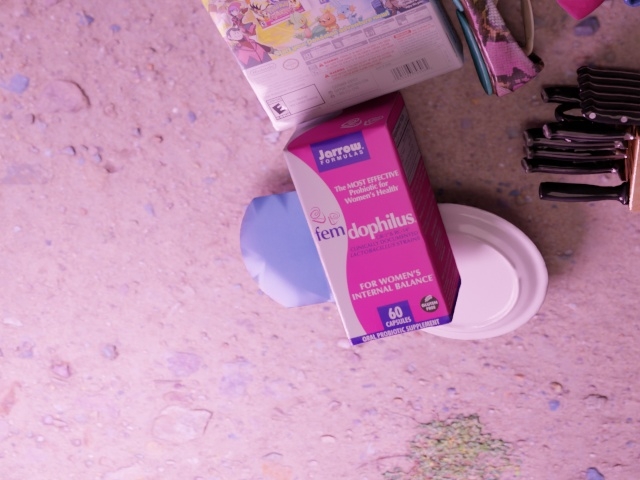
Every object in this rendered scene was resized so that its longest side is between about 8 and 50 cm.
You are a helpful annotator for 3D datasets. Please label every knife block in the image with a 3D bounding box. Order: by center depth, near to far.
[{"bbox_3d":[0.348,-0.075,1.526,0.275,0.088,0.242,38,124,-24],"label":"knife block"}]

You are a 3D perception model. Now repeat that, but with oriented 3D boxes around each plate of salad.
[{"bbox_3d":[0.147,0.030,1.656,0.200,0.048,0.200,9,134,10],"label":"plate of salad"}]

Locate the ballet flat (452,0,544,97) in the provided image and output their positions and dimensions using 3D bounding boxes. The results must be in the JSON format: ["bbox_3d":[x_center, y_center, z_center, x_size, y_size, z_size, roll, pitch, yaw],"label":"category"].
[{"bbox_3d":[0.151,-0.230,1.433,0.079,0.077,0.221,-30,128,5],"label":"ballet flat"}]

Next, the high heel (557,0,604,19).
[{"bbox_3d":[0.156,-0.287,1.368,0.244,0.082,0.117,21,134,-5],"label":"high heel"}]

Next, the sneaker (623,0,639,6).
[{"bbox_3d":[0.311,-0.267,1.388,0.052,0.058,0.135,18,128,-10],"label":"sneaker"}]

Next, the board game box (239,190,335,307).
[{"bbox_3d":[0.000,0.000,1.641,0.168,0.033,0.133,-9,112,13],"label":"board game box"}]

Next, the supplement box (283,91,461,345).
[{"bbox_3d":[0.055,-0.022,1.543,0.111,0.114,0.220,-15,107,16],"label":"supplement box"}]

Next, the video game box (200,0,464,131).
[{"bbox_3d":[0.008,-0.215,1.466,0.205,0.048,0.187,-18,128,18],"label":"video game box"}]
